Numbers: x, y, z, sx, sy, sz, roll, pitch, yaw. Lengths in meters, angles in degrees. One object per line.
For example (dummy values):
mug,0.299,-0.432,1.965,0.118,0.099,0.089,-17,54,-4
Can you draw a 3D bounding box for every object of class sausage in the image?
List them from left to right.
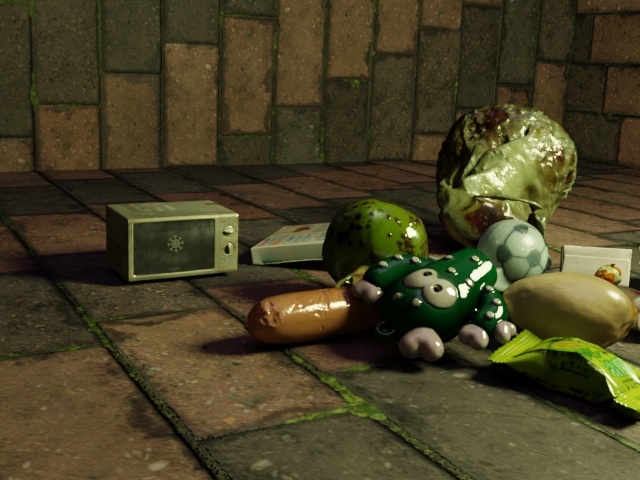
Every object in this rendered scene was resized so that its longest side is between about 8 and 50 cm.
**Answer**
sausage,0.006,0.123,1.368,0.289,0.086,0.086,-6,15,-35

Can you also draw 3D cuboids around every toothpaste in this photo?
toothpaste,0.586,0.119,1.562,0.100,0.066,0.323,-1,7,4

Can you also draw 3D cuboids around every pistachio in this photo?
pistachio,0.413,0.117,1.358,0.215,0.144,0.144,10,14,21

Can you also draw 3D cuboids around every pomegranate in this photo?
pomegranate,0.099,0.036,1.551,0.211,0.211,0.263,5,38,14

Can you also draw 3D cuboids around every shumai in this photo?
shumai,0.426,-0.122,2.059,0.395,0.395,0.348,9,35,27

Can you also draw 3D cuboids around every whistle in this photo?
whistle,0.370,0.025,1.696,0.290,0.163,0.163,12,7,-27

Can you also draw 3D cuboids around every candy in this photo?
candy,0.376,0.186,1.196,0.246,0.069,0.149,14,15,40
candy,0.508,0.097,1.596,0.185,0.055,0.049,-23,62,-8

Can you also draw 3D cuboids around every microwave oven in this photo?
microwave oven,-0.321,-0.002,1.740,0.240,0.145,0.194,-5,12,-30

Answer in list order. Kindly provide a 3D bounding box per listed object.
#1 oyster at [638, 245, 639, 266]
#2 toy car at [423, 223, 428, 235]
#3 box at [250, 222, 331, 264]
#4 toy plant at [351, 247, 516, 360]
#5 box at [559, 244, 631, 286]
oyster,0.779,0.079,1.643,0.238,0.114,0.351,5,13,14
toy car,0.166,-0.021,2.071,0.216,0.063,0.103,6,-20,15
box,0.000,0.000,1.927,0.265,0.048,0.273,-4,11,16
toy plant,0.185,0.100,1.328,0.243,0.112,0.232,-12,40,-9
box,0.581,0.051,1.733,0.135,0.081,0.199,4,-1,16
